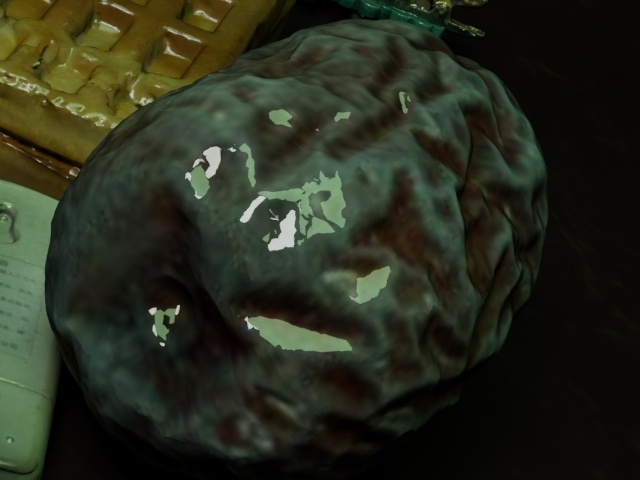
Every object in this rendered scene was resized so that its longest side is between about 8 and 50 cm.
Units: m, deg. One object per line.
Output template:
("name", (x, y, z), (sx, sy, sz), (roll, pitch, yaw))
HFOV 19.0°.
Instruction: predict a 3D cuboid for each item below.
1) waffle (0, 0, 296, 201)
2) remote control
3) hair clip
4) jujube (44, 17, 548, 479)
("waffle", (-0.147, -0.140, 1.208), (0.224, 0.098, 0.328), (24, 33, 3))
("remote control", (-0.179, 0.045, 0.987), (0.098, 0.038, 0.233), (17, 34, -11))
("hair clip", (0.040, -0.179, 1.419), (0.172, 0.049, 0.049), (16, 34, -2))
("jujube", (0.000, 0.000, 1.009), (0.226, 0.226, 0.317), (34, 29, 14))
